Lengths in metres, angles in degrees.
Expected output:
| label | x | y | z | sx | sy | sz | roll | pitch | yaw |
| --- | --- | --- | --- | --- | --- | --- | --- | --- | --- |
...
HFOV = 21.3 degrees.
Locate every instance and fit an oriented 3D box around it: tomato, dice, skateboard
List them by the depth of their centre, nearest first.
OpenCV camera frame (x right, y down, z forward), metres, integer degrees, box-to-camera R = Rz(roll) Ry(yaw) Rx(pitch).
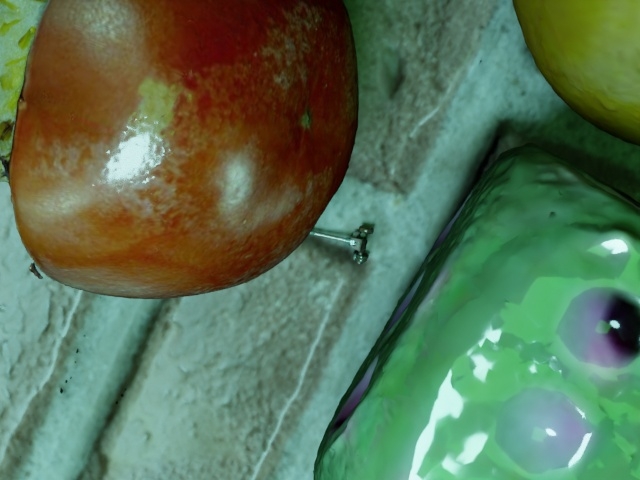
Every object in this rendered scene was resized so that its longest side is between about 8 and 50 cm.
| label | x | y | z | sx | sy | sz | roll | pitch | yaw |
| --- | --- | --- | --- | --- | --- | --- | --- | --- | --- |
| tomato | -0.069 | -0.092 | 1.239 | 0.143 | 0.338 | 0.338 | 16 | 97 | 27 |
| dice | 0.197 | 0.131 | 1.289 | 0.318 | 0.330 | 0.322 | 31 | 99 | 0 |
| skateboard | 0.000 | 0.000 | 1.403 | 0.083 | 0.064 | 0.032 | 12 | 105 | 1 |

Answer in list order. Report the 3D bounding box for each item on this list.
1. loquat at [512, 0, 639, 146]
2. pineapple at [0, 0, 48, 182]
| label | x | y | z | sx | sy | sz | roll | pitch | yaw |
| --- | --- | --- | --- | --- | --- | --- | --- | --- | --- |
| loquat | 0.299 | -0.214 | 1.279 | 0.328 | 0.328 | 0.328 | -1 | 99 | -8 |
| pineapple | -0.276 | -0.181 | 1.256 | 0.271 | 0.262 | 0.262 | 17 | 97 | 27 |
